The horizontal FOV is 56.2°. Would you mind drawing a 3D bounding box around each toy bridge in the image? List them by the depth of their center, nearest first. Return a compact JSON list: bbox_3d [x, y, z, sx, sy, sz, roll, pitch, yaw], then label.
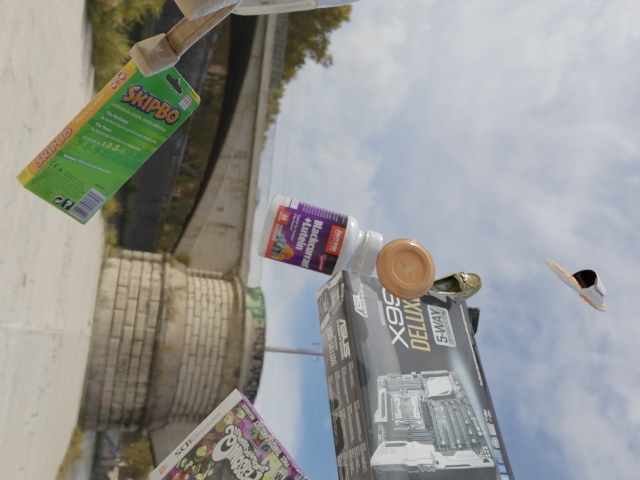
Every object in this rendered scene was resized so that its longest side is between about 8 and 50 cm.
[{"bbox_3d":[-0.073,-0.176,0.417,0.188,0.063,0.026,-25,-79,52],"label":"toy bridge"}]

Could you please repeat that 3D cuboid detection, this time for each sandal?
[{"bbox_3d":[0.768,0.118,1.742,0.076,0.265,0.102,-47,-154,21],"label":"sandal"}]

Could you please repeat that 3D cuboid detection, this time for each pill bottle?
[{"bbox_3d":[0.000,0.000,1.001,0.108,0.193,0.108,-164,-90,-87],"label":"pill bottle"}]

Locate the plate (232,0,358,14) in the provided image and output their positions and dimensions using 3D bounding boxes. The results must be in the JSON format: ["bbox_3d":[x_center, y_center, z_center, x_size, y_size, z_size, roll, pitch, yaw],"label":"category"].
[{"bbox_3d":[-0.117,-0.348,0.737,0.277,0.278,0.045,15,-91,43],"label":"plate"}]

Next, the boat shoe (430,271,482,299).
[{"bbox_3d":[0.264,0.093,1.216,0.048,0.153,0.056,103,-26,-55],"label":"boat shoe"}]

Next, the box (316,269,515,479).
[{"bbox_3d":[0.127,0.208,0.839,0.076,0.242,0.307,-45,-139,42],"label":"box"}]

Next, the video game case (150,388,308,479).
[{"bbox_3d":[-0.157,0.386,0.977,0.210,0.042,0.232,-44,-142,-8],"label":"video game case"}]

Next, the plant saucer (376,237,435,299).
[{"bbox_3d":[0.114,0.036,0.790,0.013,0.083,0.083,133,-38,-65],"label":"plant saucer"}]

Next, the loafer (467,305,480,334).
[{"bbox_3d":[0.288,0.218,1.241,0.062,0.061,0.170,40,61,-71],"label":"loafer"}]

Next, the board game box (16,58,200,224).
[{"bbox_3d":[-0.294,-0.148,0.858,0.259,0.124,0.039,-46,-120,-4],"label":"board game box"}]
